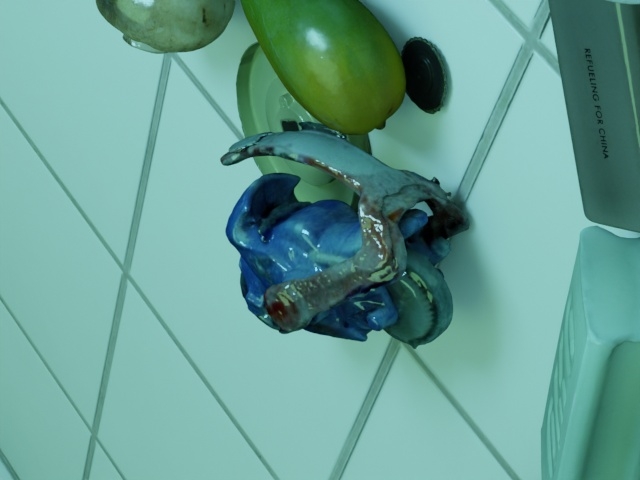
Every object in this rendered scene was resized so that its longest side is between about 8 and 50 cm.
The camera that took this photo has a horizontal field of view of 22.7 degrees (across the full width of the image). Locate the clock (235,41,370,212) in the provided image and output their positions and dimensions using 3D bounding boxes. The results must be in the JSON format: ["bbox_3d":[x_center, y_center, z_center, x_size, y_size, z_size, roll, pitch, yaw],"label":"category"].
[{"bbox_3d":[-0.024,-0.125,1.851,0.235,0.029,0.235,38,141,39],"label":"clock"}]

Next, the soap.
[{"bbox_3d":[0.261,0.138,1.457,0.160,0.087,0.265,-84,-1,-49],"label":"soap"}]

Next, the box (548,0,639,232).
[{"bbox_3d":[0.257,-0.129,1.372,0.103,0.055,0.244,16,126,53],"label":"box"}]

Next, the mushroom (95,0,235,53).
[{"bbox_3d":[-0.180,-0.283,1.856,0.166,0.166,0.127,48,141,27],"label":"mushroom"}]

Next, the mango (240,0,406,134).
[{"bbox_3d":[-0.008,-0.207,1.667,0.251,0.114,0.156,43,174,37],"label":"mango"}]

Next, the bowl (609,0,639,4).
[{"bbox_3d":[0.244,-0.352,1.123,0.345,0.157,0.345,38,140,40],"label":"bowl"}]

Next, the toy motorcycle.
[{"bbox_3d":[0.016,-0.007,1.745,0.319,0.182,0.241,2,92,44],"label":"toy motorcycle"}]

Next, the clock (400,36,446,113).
[{"bbox_3d":[0.105,-0.170,1.629,0.074,0.010,0.083,48,147,32],"label":"clock"}]
